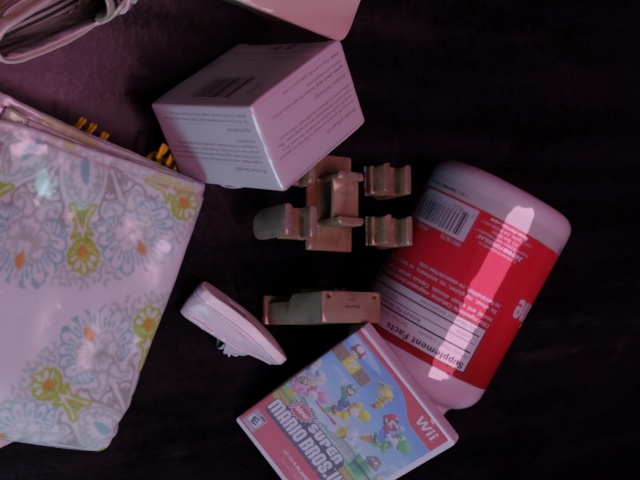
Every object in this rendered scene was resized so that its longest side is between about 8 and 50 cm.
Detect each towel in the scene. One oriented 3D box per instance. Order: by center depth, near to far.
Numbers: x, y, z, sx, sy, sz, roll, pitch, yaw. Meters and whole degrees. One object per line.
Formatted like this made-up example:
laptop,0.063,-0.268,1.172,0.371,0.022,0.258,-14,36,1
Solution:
towel,-0.320,0.051,1.136,0.321,0.090,0.374,22,88,-41

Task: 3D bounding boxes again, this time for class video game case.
video game case,0.031,0.269,1.411,0.204,0.285,0.025,52,31,2

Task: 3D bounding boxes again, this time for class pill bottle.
pill bottle,0.186,0.103,1.483,0.229,0.229,0.407,27,92,-34

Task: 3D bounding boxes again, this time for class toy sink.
toy sink,-0.069,-0.363,1.230,0.234,0.131,0.152,15,99,-29

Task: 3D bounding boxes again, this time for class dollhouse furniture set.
dollhouse furniture set,0.000,0.000,1.421,0.212,0.161,0.242,4,83,-32

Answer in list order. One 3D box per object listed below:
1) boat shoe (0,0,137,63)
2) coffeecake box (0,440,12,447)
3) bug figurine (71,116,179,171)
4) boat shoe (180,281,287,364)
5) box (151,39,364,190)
boat shoe,-0.244,-0.266,1.037,0.302,0.094,0.109,-37,152,-28
coffeecake box,-0.429,0.189,1.209,0.185,0.068,0.142,-24,120,-47
bug figurine,-0.304,-0.031,1.239,0.279,0.072,0.216,-55,131,-9
boat shoe,-0.125,0.133,1.413,0.063,0.066,0.184,-44,127,6
box,-0.076,-0.160,1.238,0.182,0.181,0.119,-43,127,-37
